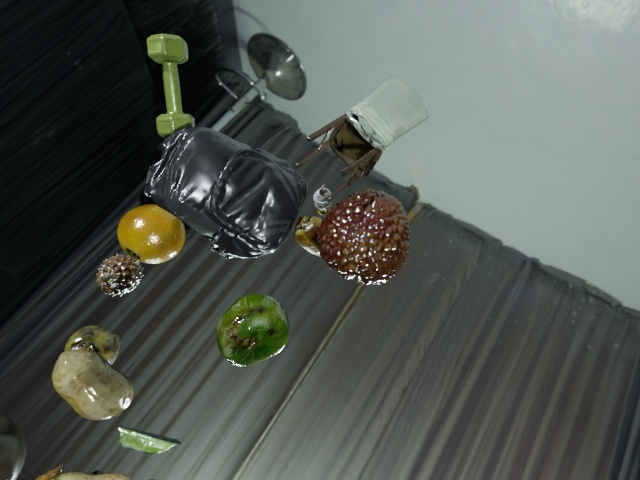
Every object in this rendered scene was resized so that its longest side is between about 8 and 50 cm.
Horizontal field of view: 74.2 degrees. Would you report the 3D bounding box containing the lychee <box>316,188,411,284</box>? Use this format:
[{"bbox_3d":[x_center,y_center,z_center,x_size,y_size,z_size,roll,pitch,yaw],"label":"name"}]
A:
[{"bbox_3d":[0.124,-0.016,1.145,0.268,0.267,0.267,30,156,15],"label":"lychee"}]

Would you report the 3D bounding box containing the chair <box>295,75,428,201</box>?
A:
[{"bbox_3d":[0.107,-0.269,1.118,0.160,0.319,0.186,48,156,5],"label":"chair"}]

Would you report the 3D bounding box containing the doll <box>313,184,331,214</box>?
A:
[{"bbox_3d":[0.002,-0.162,1.603,0.084,0.073,0.127,40,151,37],"label":"doll"}]

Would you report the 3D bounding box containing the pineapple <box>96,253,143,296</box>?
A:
[{"bbox_3d":[-0.744,0.131,1.565,0.166,0.166,0.193,44,-177,-17],"label":"pineapple"}]

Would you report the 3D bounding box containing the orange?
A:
[{"bbox_3d":[-0.608,-0.023,1.530,0.237,0.236,0.236,30,156,15],"label":"orange"}]

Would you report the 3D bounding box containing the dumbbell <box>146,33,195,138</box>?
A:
[{"bbox_3d":[-0.458,-0.468,1.308,0.122,0.108,0.301,6,107,22],"label":"dumbbell"}]

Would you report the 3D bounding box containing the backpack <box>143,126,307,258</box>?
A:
[{"bbox_3d":[-0.287,-0.153,1.286,0.446,0.362,0.255,32,166,-29],"label":"backpack"}]

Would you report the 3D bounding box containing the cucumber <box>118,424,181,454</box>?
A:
[{"bbox_3d":[-0.595,0.690,1.453,0.220,0.070,0.046,27,175,-20],"label":"cucumber"}]

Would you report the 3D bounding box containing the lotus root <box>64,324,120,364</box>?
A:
[{"bbox_3d":[-0.709,0.341,1.305,0.154,0.154,0.278,41,164,-9],"label":"lotus root"}]

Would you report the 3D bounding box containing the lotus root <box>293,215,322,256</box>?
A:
[{"bbox_3d":[0.000,0.000,1.341,0.108,0.094,0.191,-34,123,25],"label":"lotus root"}]

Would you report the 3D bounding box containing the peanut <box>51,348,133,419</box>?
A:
[{"bbox_3d":[-0.548,0.349,1.018,0.129,0.129,0.224,10,141,47],"label":"peanut"}]

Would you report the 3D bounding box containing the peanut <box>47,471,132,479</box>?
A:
[{"bbox_3d":[-0.579,0.630,1.057,0.214,0.099,0.100,20,164,-25],"label":"peanut"}]

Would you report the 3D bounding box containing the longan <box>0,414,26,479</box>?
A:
[{"bbox_3d":[-0.799,0.516,0.984,0.196,0.196,0.220,48,164,-25],"label":"longan"}]

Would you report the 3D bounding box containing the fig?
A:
[{"bbox_3d":[-0.192,0.210,1.161,0.203,0.203,0.235,58,-179,-39],"label":"fig"}]

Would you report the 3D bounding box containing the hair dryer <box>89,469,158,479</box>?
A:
[{"bbox_3d":[-0.651,0.878,1.366,0.302,0.116,0.244,50,-164,-25],"label":"hair dryer"}]

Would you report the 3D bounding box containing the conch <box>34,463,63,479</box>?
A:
[{"bbox_3d":[-0.999,0.917,1.453,0.093,0.330,0.109,15,116,-1],"label":"conch"}]
